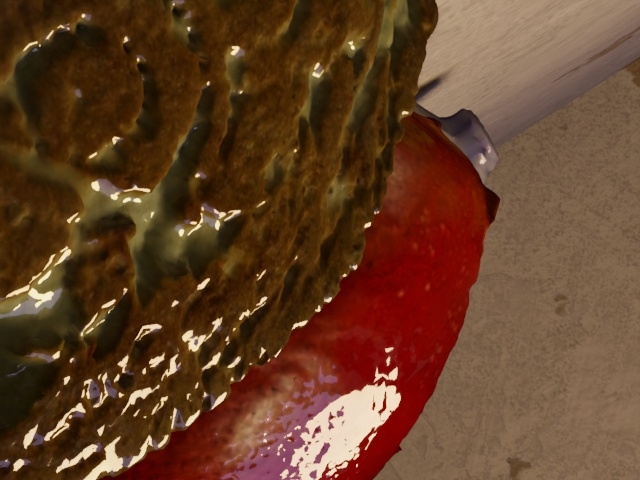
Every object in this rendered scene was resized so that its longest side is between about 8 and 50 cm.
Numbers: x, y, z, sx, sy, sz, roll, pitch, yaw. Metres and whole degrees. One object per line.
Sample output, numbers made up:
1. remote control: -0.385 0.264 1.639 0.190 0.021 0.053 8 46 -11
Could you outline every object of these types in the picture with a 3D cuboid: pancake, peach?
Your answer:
1. pancake: -0.066 -0.035 0.406 0.054 0.197 0.376 12 -136 41
2. peach: -0.044 0.038 0.718 0.338 0.281 0.281 -30 176 -18

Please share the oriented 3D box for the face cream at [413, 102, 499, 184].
1. face cream: 0.000 0.000 1.211 0.420 0.137 0.235 -34 134 2
